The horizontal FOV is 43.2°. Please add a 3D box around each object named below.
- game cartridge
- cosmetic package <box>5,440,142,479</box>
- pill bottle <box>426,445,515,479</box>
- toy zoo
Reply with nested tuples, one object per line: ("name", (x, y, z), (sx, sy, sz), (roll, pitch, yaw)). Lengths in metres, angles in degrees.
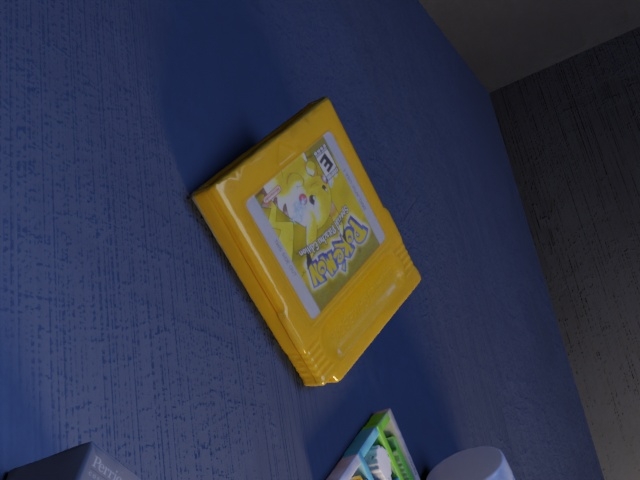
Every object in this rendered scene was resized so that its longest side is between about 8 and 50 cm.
("game cartridge", (0.000, 0.000, 1.124), (0.285, 0.052, 0.324), (-45, 112, -42))
("cosmetic package", (-0.185, 0.276, 0.556), (0.127, 0.107, 0.238), (49, 33, -31))
("pill bottle", (0.285, 0.487, 1.295), (0.283, 0.160, 0.160), (66, 24, -7))
("toy zoo", (0.080, 0.377, 1.116), (0.192, 0.030, 0.293), (67, 24, -4))
